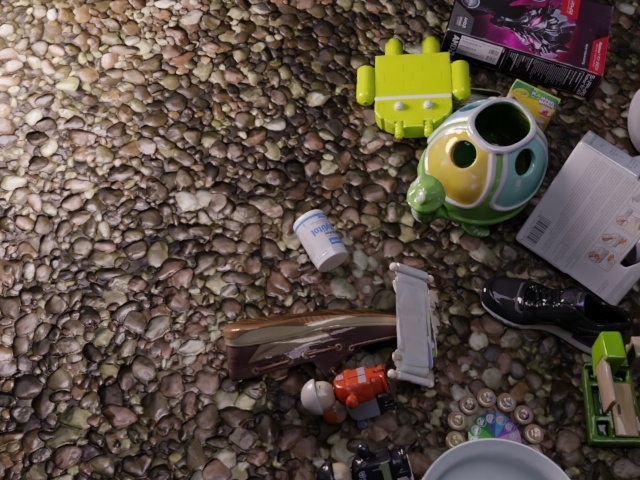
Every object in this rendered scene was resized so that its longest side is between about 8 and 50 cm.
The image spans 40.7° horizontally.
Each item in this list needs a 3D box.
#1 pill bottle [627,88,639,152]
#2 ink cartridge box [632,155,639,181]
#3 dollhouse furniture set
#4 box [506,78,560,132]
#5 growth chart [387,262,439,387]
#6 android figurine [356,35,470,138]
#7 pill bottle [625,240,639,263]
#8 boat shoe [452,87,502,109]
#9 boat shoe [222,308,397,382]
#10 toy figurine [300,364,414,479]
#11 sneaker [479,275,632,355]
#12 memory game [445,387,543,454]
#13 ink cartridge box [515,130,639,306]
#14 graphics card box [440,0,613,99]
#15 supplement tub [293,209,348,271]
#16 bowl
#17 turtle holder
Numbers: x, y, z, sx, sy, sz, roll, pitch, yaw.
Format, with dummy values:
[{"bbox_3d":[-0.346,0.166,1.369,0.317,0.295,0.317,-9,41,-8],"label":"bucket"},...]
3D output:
[{"bbox_3d":[0.832,-0.267,1.890,0.271,0.152,0.152,-4,62,-9],"label":"pill bottle"},{"bbox_3d":[0.639,-0.097,1.766,0.219,0.160,0.093,-13,63,-15],"label":"ink cartridge box"},{"bbox_3d":[0.635,0.264,1.524,0.301,0.198,0.151,0,59,2],"label":"dollhouse furniture set"},{"bbox_3d":[0.432,-0.266,1.823,0.105,0.179,0.043,28,62,8],"label":"box"},{"bbox_3d":[0.174,0.155,1.587,0.021,0.172,0.238,-15,61,33],"label":"growth chart"},{"bbox_3d":[0.202,-0.331,1.883,0.248,0.056,0.273,0,59,8],"label":"android figurine"},{"bbox_3d":[0.717,-0.008,1.751,0.193,0.108,0.108,-10,63,-3],"label":"pill bottle"},{"bbox_3d":[0.324,-0.320,1.914,0.152,0.048,0.056,10,60,-2],"label":"boat shoe"},{"bbox_3d":[-0.006,0.195,1.566,0.341,0.123,0.123,-5,92,-21],"label":"boat shoe"},{"bbox_3d":[0.060,0.326,1.435,0.148,0.209,0.213,-16,70,3],"label":"toy figurine"},{"bbox_3d":[0.451,0.117,1.645,0.283,0.124,0.107,19,60,4],"label":"sneaker"},{"bbox_3d":[0.315,0.358,1.559,0.186,0.012,0.186,3,61,-6],"label":"memory game"},{"bbox_3d":[0.540,-0.037,1.655,0.238,0.275,0.060,36,45,12],"label":"ink cartridge box"},{"bbox_3d":[0.481,-0.488,2.002,0.370,0.094,0.233,17,61,4],"label":"graphics card box"},{"bbox_3d":[0.000,0.000,1.684,0.071,0.071,0.107,-24,66,-19],"label":"supplement tub"},{"bbox_3d":[0.283,0.487,1.415,0.297,0.134,0.298,3,61,-5],"label":"bowl"},{"bbox_3d":[0.300,-0.161,1.721,0.320,0.227,0.244,-7,63,-11],"label":"turtle holder"}]
